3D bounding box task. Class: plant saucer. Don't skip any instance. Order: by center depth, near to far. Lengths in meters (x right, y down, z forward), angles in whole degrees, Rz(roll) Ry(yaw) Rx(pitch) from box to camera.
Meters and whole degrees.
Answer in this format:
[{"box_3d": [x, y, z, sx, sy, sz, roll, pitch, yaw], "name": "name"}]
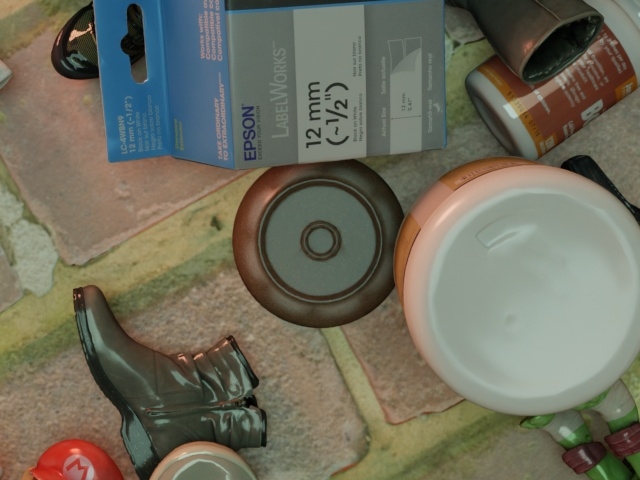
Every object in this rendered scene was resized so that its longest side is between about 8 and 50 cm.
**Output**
[{"box_3d": [0.000, 0.000, 1.396, 0.198, 0.036, 0.198, 0, 91, -1], "name": "plant saucer"}]

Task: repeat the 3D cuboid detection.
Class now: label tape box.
[{"box_3d": [-0.049, -0.205, 1.284, 0.348, 0.115, 0.249, -8, 108, -18], "name": "label tape box"}]

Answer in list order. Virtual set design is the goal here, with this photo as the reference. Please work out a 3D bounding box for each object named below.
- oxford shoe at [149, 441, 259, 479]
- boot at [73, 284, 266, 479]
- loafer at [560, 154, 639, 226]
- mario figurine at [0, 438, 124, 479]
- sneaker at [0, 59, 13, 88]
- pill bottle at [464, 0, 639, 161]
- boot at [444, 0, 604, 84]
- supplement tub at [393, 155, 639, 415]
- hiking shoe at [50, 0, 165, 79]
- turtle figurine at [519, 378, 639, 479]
[{"box_3d": [-0.129, 0.442, 1.338, 0.169, 0.130, 0.449, 6, 94, -7], "name": "oxford shoe"}, {"box_3d": [-0.163, 0.138, 1.382, 0.161, 0.083, 0.246, -24, 98, -5], "name": "boot"}, {"box_3d": [0.342, -0.002, 1.384, 0.078, 0.076, 0.223, -32, 89, -14], "name": "loafer"}, {"box_3d": [-0.327, 0.349, 1.325, 0.198, 0.170, 0.320, 30, 99, -35], "name": "mario figurine"}, {"box_3d": [-0.436, -0.251, 1.354, 0.236, 0.130, 0.323, 17, 86, -10], "name": "sneaker"}, {"box_3d": [0.275, -0.189, 1.353, 0.216, 0.121, 0.121, -35, 91, 0], "name": "pill bottle"}, {"box_3d": [0.229, -0.274, 1.313, 0.189, 0.208, 0.076, -48, 125, 7], "name": "boot"}, {"box_3d": [0.189, 0.032, 1.250, 0.228, 0.316, 0.228, 0, 97, 1], "name": "supplement tub"}, {"box_3d": [-0.196, -0.250, 1.351, 0.227, 0.114, 0.086, -30, 90, 0], "name": "hiking shoe"}, {"box_3d": [0.314, 0.292, 1.323, 0.275, 0.198, 0.266, -35, 87, -4], "name": "turtle figurine"}]
